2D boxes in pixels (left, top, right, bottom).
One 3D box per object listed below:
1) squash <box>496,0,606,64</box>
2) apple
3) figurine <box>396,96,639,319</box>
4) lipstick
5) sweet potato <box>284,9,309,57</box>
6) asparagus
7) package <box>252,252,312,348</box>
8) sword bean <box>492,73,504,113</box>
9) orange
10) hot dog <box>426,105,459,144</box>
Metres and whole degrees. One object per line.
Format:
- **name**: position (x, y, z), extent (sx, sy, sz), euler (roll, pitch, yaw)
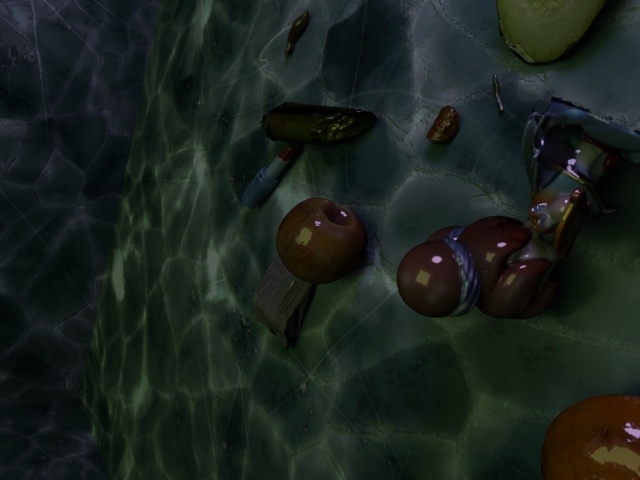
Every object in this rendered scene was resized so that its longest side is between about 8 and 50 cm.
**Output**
- **squash**: position (0.396, -0.427, 0.790), extent (0.237, 0.204, 0.154), euler (22, 79, 51)
- **apple**: position (0.000, 0.000, 1.148), extent (0.187, 0.211, 0.211), euler (-55, 48, 32)
- **figurine**: position (0.319, -0.028, 0.765), extent (0.248, 0.277, 0.387), euler (35, 116, 20)
- **lipstick**: position (-0.155, -0.204, 1.457), extent (0.274, 0.068, 0.061), euler (-44, 51, 36)
- **sweet potato**: position (-0.078, -0.640, 1.452), extent (0.153, 0.038, 0.041), euler (-57, 25, 30)
- **asparagus**: position (-0.018, -0.314, 1.281), extent (0.382, 0.128, 0.108), euler (21, 136, 47)
- **package**: position (-0.112, 0.160, 1.368), extent (0.204, 0.062, 0.250), euler (33, 106, 45)
- **sword bean**: position (0.350, -0.289, 0.930), extent (0.012, 0.012, 0.083), euler (-20, 71, 46)
- **orange**: position (0.426, 0.318, 0.643), extent (0.224, 0.170, 0.223), euler (17, 117, 38)
- **hot dog**: position (0.263, -0.245, 1.005), extent (0.058, 0.035, 0.083), euler (50, 121, 40)
